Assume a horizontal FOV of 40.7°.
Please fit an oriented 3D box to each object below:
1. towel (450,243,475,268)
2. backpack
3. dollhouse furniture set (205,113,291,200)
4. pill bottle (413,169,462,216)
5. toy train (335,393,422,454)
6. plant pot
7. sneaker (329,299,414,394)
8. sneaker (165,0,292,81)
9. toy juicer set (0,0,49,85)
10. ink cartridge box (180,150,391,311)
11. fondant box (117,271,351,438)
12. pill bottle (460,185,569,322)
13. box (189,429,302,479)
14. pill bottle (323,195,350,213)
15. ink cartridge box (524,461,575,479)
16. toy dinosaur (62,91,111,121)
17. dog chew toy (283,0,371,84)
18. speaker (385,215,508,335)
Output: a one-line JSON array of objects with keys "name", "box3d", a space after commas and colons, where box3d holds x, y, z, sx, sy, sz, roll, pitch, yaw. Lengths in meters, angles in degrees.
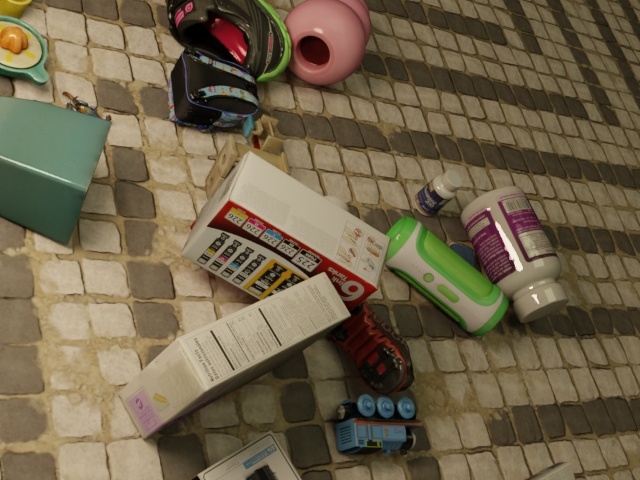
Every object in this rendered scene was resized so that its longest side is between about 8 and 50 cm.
[{"name": "towel", "box3d": [0.333, 0.066, 2.029, 0.067, 0.029, 0.120, 22, 50, -23]}, {"name": "backpack", "box3d": [-0.222, -0.307, 1.816, 0.173, 0.117, 0.158, 8, 55, -32]}, {"name": "dollhouse furniture set", "box3d": [-0.158, -0.167, 1.772, 0.129, 0.129, 0.184, 16, 37, -27]}, {"name": "pill bottle", "box3d": [0.281, -0.114, 2.053, 0.067, 0.120, 0.067, 20, 49, -25]}, {"name": "toy train", "box3d": [0.109, 0.350, 1.627, 0.184, 0.080, 0.105, 11, 65, -34]}, {"name": "plant pot", "box3d": [-0.502, -0.137, 1.459, 0.234, 0.166, 0.166, 20, 49, -16]}, {"name": "sneaker", "box3d": [0.097, 0.195, 1.714, 0.135, 0.097, 0.276, 30, 21, -55]}, {"name": "sneaker", "box3d": [-0.264, -0.545, 1.910, 0.483, 0.185, 0.202, 46, 40, 1]}, {"name": "toy juicer set", "box3d": [-0.607, -0.358, 1.586, 0.209, 0.089, 0.329, -4, 63, -39]}, {"name": "ink cartridge box", "box3d": [-0.078, 0.028, 1.579, 0.309, 0.272, 0.130, 31, 48, -14]}, {"name": "fondant box", "box3d": [-0.140, 0.188, 1.438, 0.330, 0.238, 0.096, -21, 76, -44]}, {"name": "pill bottle", "box3d": [0.466, 0.035, 2.051, 0.169, 0.169, 0.302, -4, 63, -38]}, {"name": "box", "box3d": [-0.079, 0.475, 1.387, 0.169, 0.087, 0.290, -21, 74, -43]}, {"name": "pill bottle", "box3d": [0.000, 0.000, 1.770, 0.108, 0.108, 0.194, 33, 45, -13]}, {"name": "ink cartridge box", "box3d": [0.491, 0.568, 1.795, 0.145, 0.045, 0.180, -10, 85, -41]}, {"name": "toy dinosaur", "box3d": [-0.446, -0.255, 1.671, 0.082, 0.047, 0.090, 19, 37, -49]}, {"name": "dog chew toy", "box3d": [0.030, -0.514, 2.104, 0.206, 0.206, 0.332, 39, 37, -8]}, {"name": "speaker", "box3d": [0.269, 0.078, 1.904, 0.296, 0.131, 0.131, 39, 45, -7]}]
